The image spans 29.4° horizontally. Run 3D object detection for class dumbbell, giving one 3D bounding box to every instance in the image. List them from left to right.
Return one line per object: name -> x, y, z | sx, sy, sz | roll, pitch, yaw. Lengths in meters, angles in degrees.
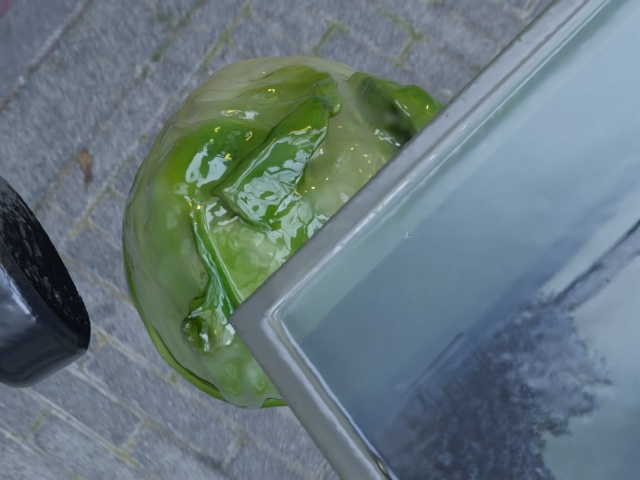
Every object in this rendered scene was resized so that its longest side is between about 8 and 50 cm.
dumbbell -> -0.202, 0.053, 0.521 | 0.191, 0.100, 0.100 | -30, 77, 1

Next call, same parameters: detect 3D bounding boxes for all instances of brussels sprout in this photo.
brussels sprout -> 0.001, 0.001, 0.828 | 0.259, 0.227, 0.294 | -6, 58, -22

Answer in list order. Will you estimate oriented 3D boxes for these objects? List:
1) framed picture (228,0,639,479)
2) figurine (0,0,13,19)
framed picture -> 0.119, 0.001, 0.431 | 0.289, 0.016, 0.213 | -44, 55, 8
figurine -> -0.312, -0.245, 0.715 | 0.269, 0.211, 0.261 | -30, 75, -32
